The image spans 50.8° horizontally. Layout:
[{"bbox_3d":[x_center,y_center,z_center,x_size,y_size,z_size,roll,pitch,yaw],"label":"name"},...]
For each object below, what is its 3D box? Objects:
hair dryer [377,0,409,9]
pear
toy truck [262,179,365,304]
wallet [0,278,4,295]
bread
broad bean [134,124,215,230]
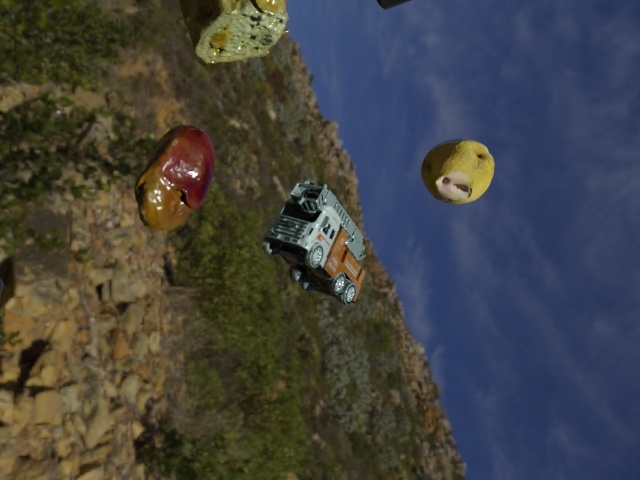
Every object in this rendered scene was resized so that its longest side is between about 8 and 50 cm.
[{"bbox_3d":[0.206,-0.624,1.433,0.197,0.089,0.251,-15,-118,26],"label":"hair dryer"},{"bbox_3d":[0.342,-0.174,1.665,0.178,0.178,0.178,-178,-90,-71],"label":"pear"},{"bbox_3d":[0.000,0.000,1.503,0.133,0.338,0.184,15,-111,30],"label":"toy truck"},{"bbox_3d":[-0.506,0.031,0.830,0.321,0.044,0.170,73,4,-51],"label":"wallet"},{"bbox_3d":[-0.193,-0.530,1.450,0.238,0.196,0.252,-24,-109,44],"label":"bread"},{"bbox_3d":[-0.283,-0.123,1.326,0.156,0.122,0.228,94,12,-57],"label":"broad bean"}]
